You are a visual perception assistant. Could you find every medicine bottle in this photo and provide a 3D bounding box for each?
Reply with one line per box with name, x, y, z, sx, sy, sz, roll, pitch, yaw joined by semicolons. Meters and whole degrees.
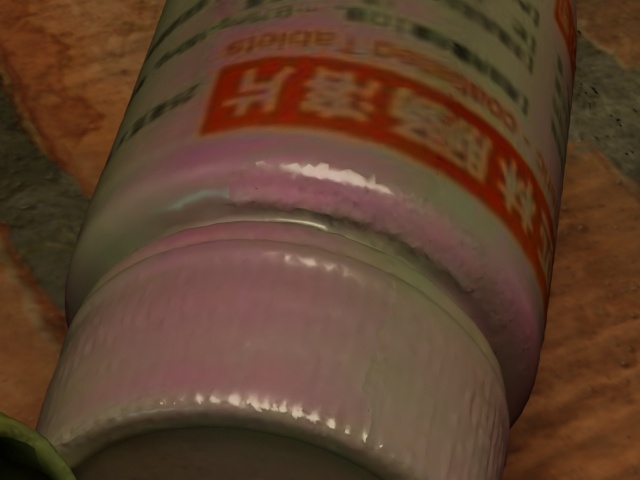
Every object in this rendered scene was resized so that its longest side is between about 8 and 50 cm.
medicine bottle;0.000;0.000;0.927;0.219;0.219;0.388;9;44;6

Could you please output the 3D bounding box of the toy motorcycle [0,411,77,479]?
toy motorcycle;-0.124;0.223;0.692;0.168;0.237;0.410;5;37;-40
